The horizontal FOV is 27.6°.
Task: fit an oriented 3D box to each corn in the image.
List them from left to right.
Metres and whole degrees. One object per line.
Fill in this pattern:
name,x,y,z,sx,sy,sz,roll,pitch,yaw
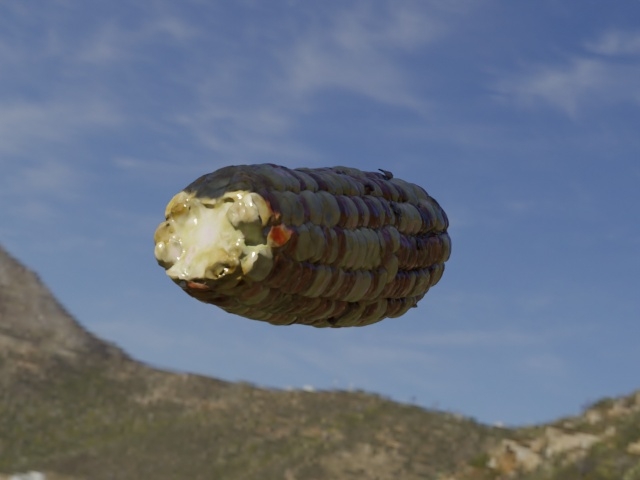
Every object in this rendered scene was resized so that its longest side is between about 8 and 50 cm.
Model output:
corn,0.000,0.000,0.577,0.079,0.080,0.237,8,-1,20
